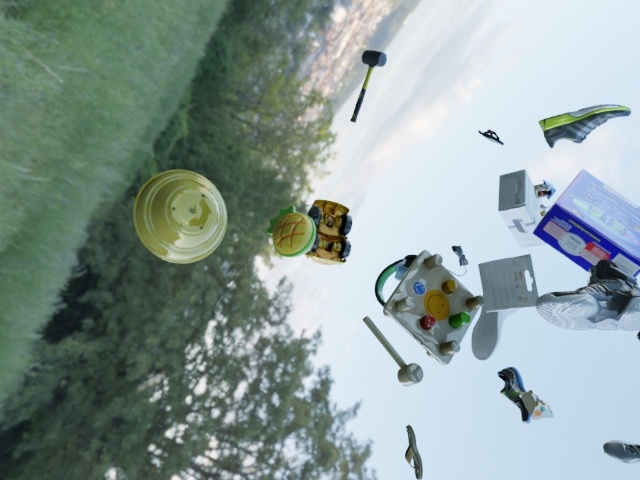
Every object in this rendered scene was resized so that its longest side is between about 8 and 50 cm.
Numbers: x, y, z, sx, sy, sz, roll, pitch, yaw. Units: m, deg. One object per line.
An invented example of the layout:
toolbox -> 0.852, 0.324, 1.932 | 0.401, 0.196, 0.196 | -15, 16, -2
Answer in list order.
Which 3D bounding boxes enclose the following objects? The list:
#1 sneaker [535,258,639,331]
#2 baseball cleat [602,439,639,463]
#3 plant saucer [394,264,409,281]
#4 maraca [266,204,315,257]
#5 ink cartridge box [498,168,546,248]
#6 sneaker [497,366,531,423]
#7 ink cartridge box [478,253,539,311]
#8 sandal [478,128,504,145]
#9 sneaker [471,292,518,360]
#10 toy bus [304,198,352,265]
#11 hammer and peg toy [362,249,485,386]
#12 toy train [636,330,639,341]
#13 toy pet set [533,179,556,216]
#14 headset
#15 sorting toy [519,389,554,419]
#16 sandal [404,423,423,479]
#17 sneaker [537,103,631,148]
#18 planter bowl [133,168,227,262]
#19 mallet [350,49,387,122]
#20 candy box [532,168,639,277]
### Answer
sneaker -> 0.617, 0.122, 1.224 | 0.153, 0.268, 0.101 | -86, -179, -46
baseball cleat -> 0.920, 0.592, 1.512 | 0.072, 0.205, 0.110 | -76, 175, -51
plant saucer -> 0.354, 0.142, 1.860 | 0.067, 0.192, 0.018 | -65, 170, -46
maraca -> -0.080, -0.025, 1.426 | 0.127, 0.099, 0.186 | -43, -136, 0
ink cartridge box -> 0.829, -0.128, 2.179 | 0.114, 0.273, 0.197 | -12, -132, 35
sneaker -> 0.592, 0.474, 1.623 | 0.188, 0.078, 0.067 | -100, 177, -46
ink cartridge box -> 0.530, 0.119, 1.481 | 0.179, 0.045, 0.146 | -19, -104, 52
sandal -> 0.704, -0.428, 2.173 | 0.040, 0.067, 0.179 | -60, -159, 14
sneaker -> 0.638, 0.282, 1.891 | 0.108, 0.169, 0.293 | 26, -68, 46
toy bus -> 0.000, 0.000, 1.836 | 0.211, 0.149, 0.220 | 136, -38, -55
hammer and peg toy -> 0.303, 0.223, 1.544 | 0.361, 0.266, 0.127 | -49, -175, -31
toy train -> 0.917, 0.221, 1.373 | 0.184, 0.080, 0.105 | -11, -115, 34
toy pet set -> 0.779, -0.148, 1.822 | 0.065, 0.122, 0.114 | -13, -147, 14
headset -> 0.395, 0.142, 2.124 | 0.394, 0.185, 0.243 | -22, -135, 14
sorting toy -> 0.583, 0.441, 1.416 | 0.045, 0.075, 0.083 | -58, -165, 23
sandal -> 0.309, 0.724, 1.818 | 0.072, 0.049, 0.180 | 103, -23, -70
sneaker -> 0.953, -0.416, 1.921 | 0.299, 0.121, 0.111 | -10, -170, 26
planter bowl -> -0.296, -0.061, 1.185 | 0.090, 0.217, 0.217 | -12, -138, 59
mallet -> 0.121, -0.395, 1.368 | 0.062, 0.039, 0.190 | 15, -87, 39
candy box -> 0.771, -0.038, 1.472 | 0.317, 0.268, 0.122 | -33, 156, -45
